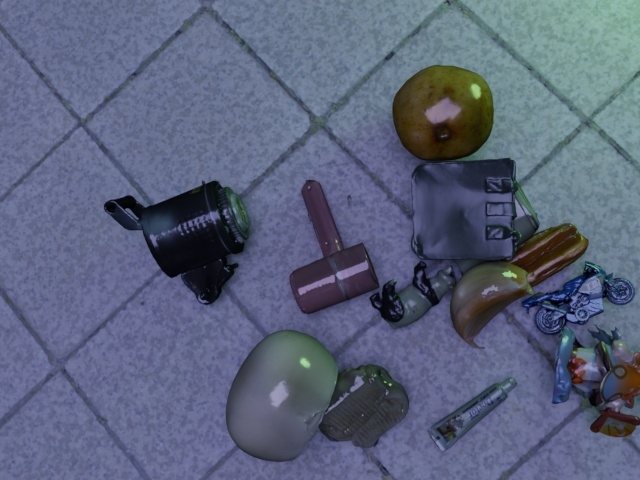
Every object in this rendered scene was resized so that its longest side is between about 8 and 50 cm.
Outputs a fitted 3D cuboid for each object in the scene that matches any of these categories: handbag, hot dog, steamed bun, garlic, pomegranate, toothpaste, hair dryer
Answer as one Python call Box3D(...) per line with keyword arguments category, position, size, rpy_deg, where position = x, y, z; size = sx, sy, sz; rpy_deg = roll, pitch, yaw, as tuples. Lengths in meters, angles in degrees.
Box3D(category="handbag", position=(0.383, -0.046, 1.776), size=(0.315, 0.109, 0.241), rpy_deg=(-31, 77, 17))
Box3D(category="hot dog", position=(0.538, 0.049, 1.726), size=(0.268, 0.072, 0.115), rpy_deg=(-30, 79, 6))
Box3D(category="steamed bun", position=(0.090, 0.401, 1.713), size=(0.218, 0.144, 0.211), rpy_deg=(-46, 120, 0))
Box3D(category="garlic", position=(0.400, 0.152, 1.684), size=(0.164, 0.145, 0.245), rpy_deg=(31, 122, -4))
Box3D(category="pomegranate", position=(0.310, -0.322, 1.734), size=(0.260, 0.260, 0.261), rpy_deg=(-1, 82, 9))
Box3D(category="handbag", position=(0.358, -0.076, 1.692), size=(0.260, 0.079, 0.248), rpy_deg=(0, 91, 23))
Box3D(category="toothpaste", position=(0.384, 0.428, 1.718), size=(0.255, 0.037, 0.067), rpy_deg=(-39, 78, 6))
Box3D(category="hair dryer", position=(0.000, 0.000, 1.812), size=(0.210, 0.125, 0.353), rpy_deg=(-22, 69, 7))
Box3D(category="steamed bun", position=(-0.107, 0.365, 1.656), size=(0.206, 0.324, 0.324), rpy_deg=(28, 87, -9))

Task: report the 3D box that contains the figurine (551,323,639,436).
Box3D(category="figurine", position=(0.743, 0.314, 1.574), size=(0.387, 0.248, 0.277), rpy_deg=(6, 111, 23))

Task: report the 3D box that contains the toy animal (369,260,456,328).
Box3D(category="toy animal", position=(0.243, 0.133, 1.751), size=(0.225, 0.094, 0.121), rpy_deg=(-34, 80, 2))

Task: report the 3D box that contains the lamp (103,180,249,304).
Box3D(category="lamp", position=(-0.329, -0.042, 1.809), size=(0.272, 0.205, 0.374), rpy_deg=(-40, 95, 7))

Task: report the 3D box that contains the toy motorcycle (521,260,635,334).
Box3D(category="toy motorcycle", position=(0.630, 0.135, 1.693), size=(0.254, 0.092, 0.136), rpy_deg=(-27, 70, 14))
